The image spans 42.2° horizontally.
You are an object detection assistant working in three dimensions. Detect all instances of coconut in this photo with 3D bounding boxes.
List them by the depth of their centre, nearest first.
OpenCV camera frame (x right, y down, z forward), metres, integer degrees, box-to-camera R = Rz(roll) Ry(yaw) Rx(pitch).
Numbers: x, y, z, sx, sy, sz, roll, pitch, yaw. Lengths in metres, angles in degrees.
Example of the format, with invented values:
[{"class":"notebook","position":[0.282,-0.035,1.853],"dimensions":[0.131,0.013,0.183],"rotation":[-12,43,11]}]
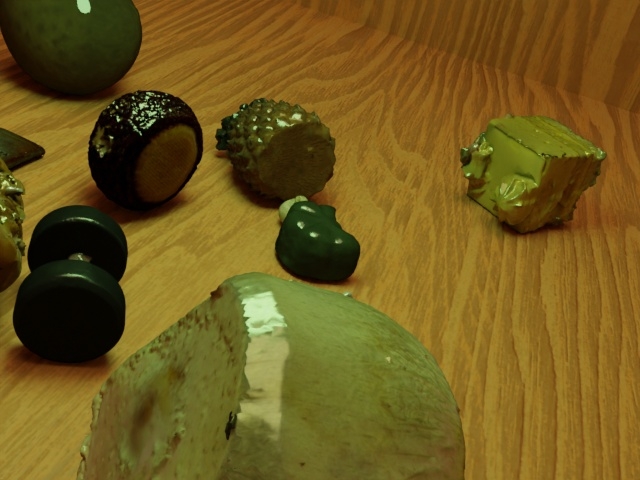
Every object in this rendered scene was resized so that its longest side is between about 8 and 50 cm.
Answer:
[{"class":"coconut","position":[-0.026,0.241,0.859],"dimensions":[0.405,0.404,0.404],"rotation":[13,29,-7]}]

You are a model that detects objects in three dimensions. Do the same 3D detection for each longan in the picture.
[{"class":"longan","position":[-0.591,-0.517,1.987],"dimensions":[0.361,0.361,0.361],"rotation":[13,29,-7]}]

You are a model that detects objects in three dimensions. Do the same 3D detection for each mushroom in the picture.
[{"class":"mushroom","position":[-0.044,-0.056,1.697],"dimensions":[0.084,0.067,0.083],"rotation":[11,36,-8]}]

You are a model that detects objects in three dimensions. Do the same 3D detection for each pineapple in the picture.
[{"class":"pineapple","position":[-0.124,-0.227,1.849],"dimensions":[0.223,0.222,0.357],"rotation":[-1,22,-29]}]

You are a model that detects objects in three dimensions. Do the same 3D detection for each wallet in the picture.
[{"class":"wallet","position":[-0.661,-0.156,1.593],"dimensions":[0.137,0.031,0.255],"rotation":[22,29,9]}]

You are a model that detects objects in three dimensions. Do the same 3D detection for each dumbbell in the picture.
[{"class":"dumbbell","position":[-0.365,0.060,1.234],"dimensions":[0.153,0.152,0.218],"rotation":[7,30,-16]}]

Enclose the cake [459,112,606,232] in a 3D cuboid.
[{"class":"cake","position":[0.491,-0.162,2.001],"dimensions":[0.286,0.222,0.227],"rotation":[-7,35,-35]}]

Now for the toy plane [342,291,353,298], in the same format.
[{"class":"toy plane","position":[-0.048,0.179,1.175],"dimensions":[0.267,0.122,0.267],"rotation":[-12,29,7]}]

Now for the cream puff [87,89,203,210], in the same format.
[{"class":"cream puff","position":[-0.341,-0.175,1.581],"dimensions":[0.165,0.239,0.239],"rotation":[33,33,24]}]

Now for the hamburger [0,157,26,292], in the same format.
[{"class":"hamburger","position":[-0.559,-0.013,1.182],"dimensions":[0.260,0.245,0.211],"rotation":[24,29,-37]}]

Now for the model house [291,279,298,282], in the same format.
[{"class":"model house","position":[-0.071,0.110,1.411],"dimensions":[0.083,0.066,0.078],"rotation":[-9,45,-9]}]

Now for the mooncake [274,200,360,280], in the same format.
[{"class":"mooncake","position":[0.000,0.000,1.589],"dimensions":[0.175,0.104,0.168],"rotation":[34,27,23]}]
